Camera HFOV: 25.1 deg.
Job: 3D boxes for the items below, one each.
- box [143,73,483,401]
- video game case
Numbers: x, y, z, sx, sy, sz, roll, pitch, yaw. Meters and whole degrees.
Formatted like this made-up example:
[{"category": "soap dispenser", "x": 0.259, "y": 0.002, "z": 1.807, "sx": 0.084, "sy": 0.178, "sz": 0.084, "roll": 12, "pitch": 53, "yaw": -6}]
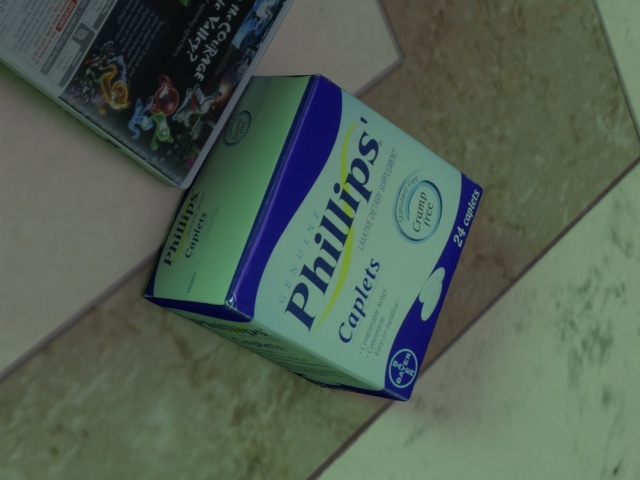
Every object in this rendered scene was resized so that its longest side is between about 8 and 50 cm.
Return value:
[{"category": "box", "x": 0.000, "y": 0.000, "z": 0.740, "sx": 0.137, "sy": 0.072, "sz": 0.126, "roll": 30, "pitch": 75, "yaw": -38}, {"category": "video game case", "x": -0.072, "y": -0.143, "z": 0.662, "sx": 0.173, "sy": 0.022, "sz": 0.190, "roll": 38, "pitch": 77, "yaw": -48}]
